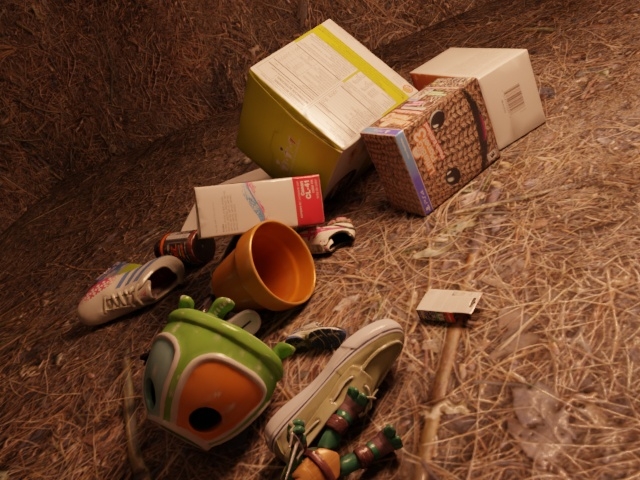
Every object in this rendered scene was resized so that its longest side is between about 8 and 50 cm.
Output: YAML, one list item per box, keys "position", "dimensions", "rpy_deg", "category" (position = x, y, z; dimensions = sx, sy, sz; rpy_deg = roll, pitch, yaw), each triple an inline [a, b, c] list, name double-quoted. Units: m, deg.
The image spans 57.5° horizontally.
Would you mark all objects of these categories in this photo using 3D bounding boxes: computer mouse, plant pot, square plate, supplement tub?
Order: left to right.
- position: [-0.421, 0.024, 1.788]
  dimensions: [0.198, 0.106, 0.106]
  rpy_deg: [-6, 33, 37]
  category: "supplement tub"
- position: [-0.291, 0.201, 1.342]
  dimensions: [0.188, 0.072, 0.272]
  rpy_deg: [-37, 6, 7]
  category: "computer mouse"
- position: [-0.296, -0.138, 2.028]
  dimensions: [0.347, 0.049, 0.344]
  rpy_deg: [-20, 28, 14]
  category: "square plate"
- position: [-0.147, 0.082, 1.361]
  dimensions: [0.188, 0.205, 0.205]
  rpy_deg: [-28, 22, 35]
  category: "plant pot"

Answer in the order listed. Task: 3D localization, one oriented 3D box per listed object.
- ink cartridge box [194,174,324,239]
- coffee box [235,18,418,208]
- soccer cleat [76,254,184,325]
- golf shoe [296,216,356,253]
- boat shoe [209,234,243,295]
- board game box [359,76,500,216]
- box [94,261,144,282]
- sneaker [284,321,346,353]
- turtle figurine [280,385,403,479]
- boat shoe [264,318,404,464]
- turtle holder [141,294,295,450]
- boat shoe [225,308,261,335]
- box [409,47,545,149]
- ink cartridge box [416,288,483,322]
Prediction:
- position: [-0.162, -0.086, 1.484]
  dimensions: [0.306, 0.131, 0.226]
  rpy_deg: [-6, 4, -12]
  category: "ink cartridge box"
- position: [0.003, -0.344, 1.668]
  dimensions: [0.334, 0.338, 0.337]
  rpy_deg: [-42, -11, -29]
  category: "coffee box"
- position: [-0.541, 0.148, 1.659]
  dimensions: [0.331, 0.116, 0.143]
  rpy_deg: [-31, 26, -9]
  category: "soccer cleat"
- position: [0.000, 0.000, 1.492]
  dimensions: [0.186, 0.067, 0.086]
  rpy_deg: [-23, 28, 7]
  category: "golf shoe"
- position: [-0.223, 0.046, 1.569]
  dimensions: [0.118, 0.103, 0.320]
  rpy_deg: [-12, 30, 27]
  category: "boat shoe"
- position: [0.285, -0.244, 1.489]
  dimensions: [0.291, 0.232, 0.141]
  rpy_deg: [-38, 29, -19]
  category: "board game box"
- position: [-0.641, 0.118, 1.884]
  dimensions: [0.178, 0.042, 0.109]
  rpy_deg: [3, 38, 45]
  category: "box"
- position: [-0.007, 0.187, 1.185]
  dimensions: [0.135, 0.052, 0.058]
  rpy_deg: [-12, 26, 27]
  category: "sneaker"
- position: [0.002, 0.325, 0.830]
  dimensions: [0.234, 0.175, 0.118]
  rpy_deg: [-34, 2, -35]
  category: "turtle figurine"
- position: [0.044, 0.259, 0.976]
  dimensions: [0.302, 0.109, 0.094]
  rpy_deg: [-43, 45, -12]
  category: "boat shoe"
- position: [-0.228, 0.243, 1.077]
  dimensions: [0.320, 0.243, 0.227]
  rpy_deg: [8, 59, 36]
  category: "turtle holder"
- position: [-0.225, 0.235, 1.286]
  dimensions: [0.226, 0.083, 0.076]
  rpy_deg: [-32, -1, -9]
  category: "boat shoe"
- position: [0.441, -0.416, 1.675]
  dimensions: [0.168, 0.215, 0.345]
  rpy_deg: [-32, 26, -10]
  category: "box"
- position: [0.244, 0.123, 1.095]
  dimensions: [0.115, 0.029, 0.063]
  rpy_deg: [0, 37, 41]
  category: "ink cartridge box"
